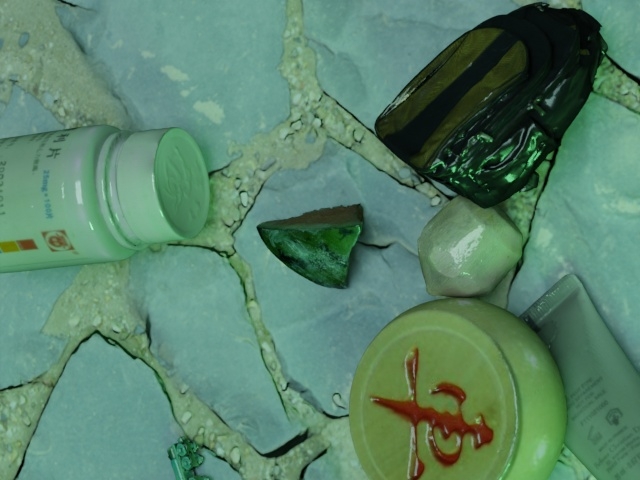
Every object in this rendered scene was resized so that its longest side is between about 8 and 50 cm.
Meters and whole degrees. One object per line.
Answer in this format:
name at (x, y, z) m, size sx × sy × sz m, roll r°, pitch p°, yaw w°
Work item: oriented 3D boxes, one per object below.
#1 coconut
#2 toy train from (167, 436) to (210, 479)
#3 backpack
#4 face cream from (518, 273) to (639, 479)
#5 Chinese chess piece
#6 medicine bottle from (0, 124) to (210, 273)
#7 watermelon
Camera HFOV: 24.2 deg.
coconut at (0.162, 0.014, 1.667) m, size 0.124 × 0.110 × 0.110 m, roll -45°, pitch 72°, yaw 11°
toy train at (-0.160, 0.286, 1.816) m, size 0.045 × 0.029 × 0.092 m, roll -31°, pitch 71°, yaw 34°
backpack at (0.201, -0.159, 1.634) m, size 0.258 × 0.133 × 0.206 m, roll -48°, pitch 40°, yaw 3°
face cream at (0.310, 0.193, 1.605) m, size 0.143 × 0.089 × 0.314 m, roll -45°, pitch 64°, yaw 17°
Chinese chess piece at (0.146, 0.187, 1.630) m, size 0.251 × 0.097 × 0.251 m, roll -3°, pitch 85°, yaw 38°
medicine bottle at (-0.295, -0.053, 1.815) m, size 0.293 × 0.170 × 0.170 m, roll -5°, pitch 85°, yaw 23°
watermelon at (-0.009, 0.005, 1.765) m, size 0.155 × 0.080 × 0.101 m, roll 1°, pitch 122°, yaw 20°
